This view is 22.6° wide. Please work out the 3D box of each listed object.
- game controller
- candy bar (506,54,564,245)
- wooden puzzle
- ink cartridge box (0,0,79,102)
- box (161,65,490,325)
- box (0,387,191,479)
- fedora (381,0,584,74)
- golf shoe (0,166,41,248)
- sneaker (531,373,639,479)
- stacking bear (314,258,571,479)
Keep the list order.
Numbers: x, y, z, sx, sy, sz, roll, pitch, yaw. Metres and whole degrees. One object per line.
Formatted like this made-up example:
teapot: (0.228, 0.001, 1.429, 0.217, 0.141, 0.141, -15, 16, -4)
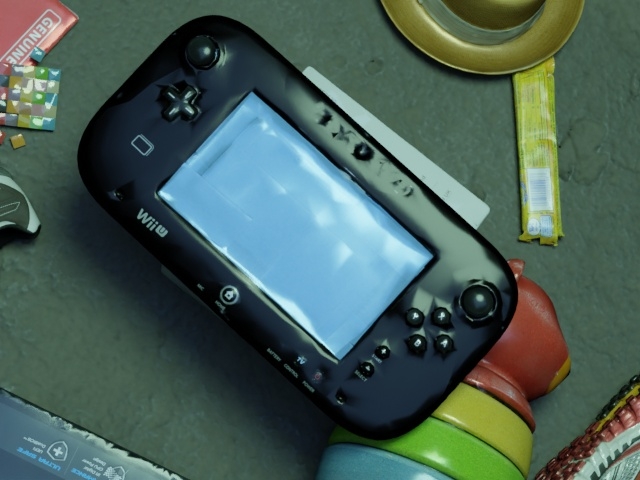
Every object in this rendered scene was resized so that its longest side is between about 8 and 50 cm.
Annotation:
game controller: (-0.018, -0.010, 1.132, 0.319, 0.067, 0.166, 42, 78, 5)
candy bar: (0.177, -0.075, 1.314, 0.040, 0.018, 0.161, -2, 80, -3)
wooden puzzle: (-0.234, -0.114, 1.273, 0.049, 0.006, 0.083, 6, 92, -13)
ink cartridge box: (-0.382, -0.162, 1.245, 0.261, 0.066, 0.296, 40, 78, 3)
box: (0.000, 0.000, 1.228, 0.182, 0.119, 0.181, 38, 78, 2)
box: (-0.188, 0.233, 1.200, 0.220, 0.051, 0.175, 27, 78, -1)
fedora: (0.136, -0.234, 1.304, 0.194, 0.079, 0.194, 2, 76, -9)
golf shoe: (-0.299, 0.025, 1.214, 0.094, 0.077, 0.198, 43, 79, 2)
sneaker: (0.235, 0.187, 1.238, 0.225, 0.088, 0.092, -41, 90, -10)
stacking bear: (0.095, 0.152, 1.199, 0.164, 0.175, 0.289, 23, 69, 8)
